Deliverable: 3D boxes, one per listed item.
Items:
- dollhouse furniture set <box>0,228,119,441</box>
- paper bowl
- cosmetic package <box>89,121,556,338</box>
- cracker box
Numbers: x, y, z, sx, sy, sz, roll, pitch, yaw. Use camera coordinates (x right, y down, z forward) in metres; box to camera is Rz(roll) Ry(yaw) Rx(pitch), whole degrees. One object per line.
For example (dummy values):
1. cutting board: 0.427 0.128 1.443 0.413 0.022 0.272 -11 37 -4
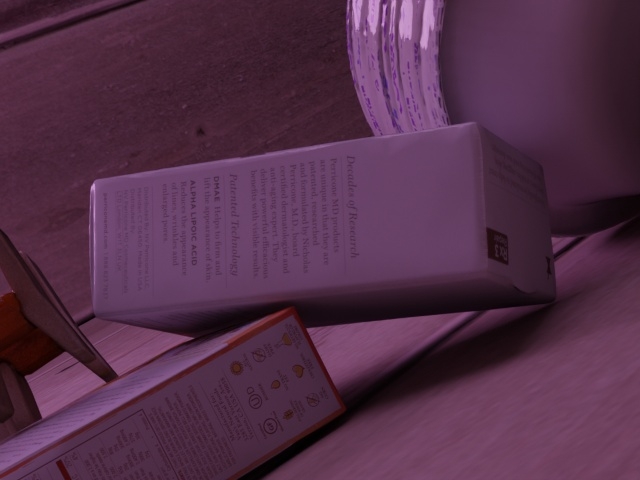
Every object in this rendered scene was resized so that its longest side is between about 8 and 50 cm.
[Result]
1. dollhouse furniture set: -0.264 0.102 0.851 0.262 0.135 0.259 -35 -13 -6
2. paper bowl: 0.167 -0.139 0.856 0.284 0.284 0.148 -28 32 -27
3. cosmetic package: 0.000 0.000 0.782 0.231 0.085 0.117 -8 -12 24
4. cracker box: -0.122 0.121 0.737 0.232 0.067 0.156 -28 3 -30
